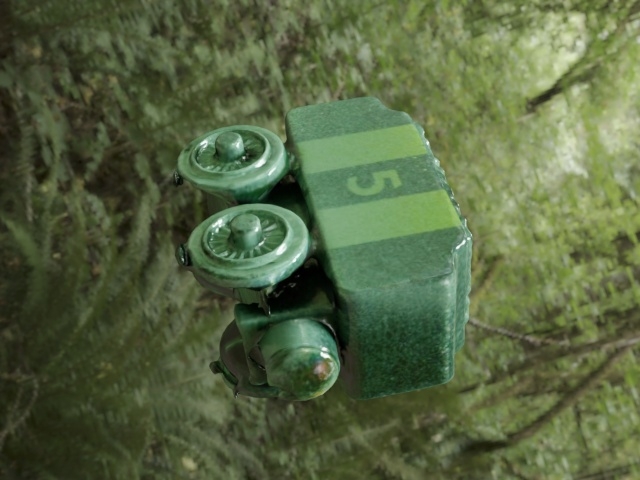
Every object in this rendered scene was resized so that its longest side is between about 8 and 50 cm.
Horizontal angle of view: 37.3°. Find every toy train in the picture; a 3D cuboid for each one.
[{"bbox_3d":[0.000,0.000,0.804,0.299,0.238,0.167,-108,-171,-47],"label":"toy train"}]
